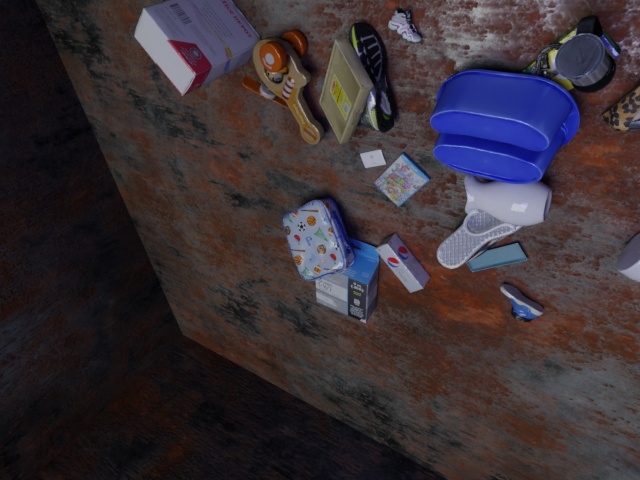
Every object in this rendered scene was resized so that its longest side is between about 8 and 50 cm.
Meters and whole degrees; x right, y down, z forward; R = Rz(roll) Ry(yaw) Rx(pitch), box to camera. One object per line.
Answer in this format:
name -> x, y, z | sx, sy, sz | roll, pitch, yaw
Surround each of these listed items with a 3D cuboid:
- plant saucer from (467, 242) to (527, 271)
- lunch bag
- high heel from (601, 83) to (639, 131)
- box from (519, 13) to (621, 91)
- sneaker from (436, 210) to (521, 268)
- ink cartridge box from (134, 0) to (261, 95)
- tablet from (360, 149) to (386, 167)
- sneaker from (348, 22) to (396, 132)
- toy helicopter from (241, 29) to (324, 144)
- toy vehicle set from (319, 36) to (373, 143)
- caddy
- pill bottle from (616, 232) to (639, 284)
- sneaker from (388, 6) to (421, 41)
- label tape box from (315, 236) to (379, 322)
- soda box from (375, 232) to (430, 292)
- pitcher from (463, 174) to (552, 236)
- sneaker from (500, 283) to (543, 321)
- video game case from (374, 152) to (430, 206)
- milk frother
plant saucer -> 0.555, 0.053, 1.368 | 0.192, 0.018, 0.067 | -22, 109, 47
lunch bag -> 0.000, 0.000, 1.637 | 0.243, 0.115, 0.304 | -22, 89, 32
high heel -> 0.643, -0.342, 0.866 | 0.186, 0.093, 0.261 | 34, 150, 63
box -> 0.548, -0.394, 0.959 | 0.105, 0.043, 0.179 | 47, 142, -3
sneaker -> 0.489, -0.042, 1.270 | 0.321, 0.127, 0.126 | -40, 77, 26
ink cartridge box -> -0.369, -0.621, 1.322 | 0.226, 0.306, 0.131 | 51, 141, -9
tablet -> 0.173, -0.269, 1.413 | 0.083, 0.006, 0.054 | -3, 122, 41
sneaker -> 0.121, -0.454, 1.219 | 0.121, 0.111, 0.300 | 14, 127, 45
toy helicopter -> -0.106, -0.466, 1.376 | 0.234, 0.140, 0.355 | -7, 122, 45
toy vehicle set -> 0.066, -0.419, 1.230 | 0.166, 0.035, 0.267 | 65, 163, 14
caddy -> 0.434, -0.287, 1.049 | 0.341, 0.179, 0.241 | 21, 159, 28
pill bottle -> 0.884, 0.096, 1.016 | 0.283, 0.160, 0.160 | 34, 140, 11
sneaker -> 0.224, -0.556, 1.090 | 0.098, 0.038, 0.069 | 35, 141, 10
label tape box -> 0.104, 0.150, 1.759 | 0.249, 0.115, 0.348 | 21, 137, 25
soda box -> 0.301, 0.083, 1.563 | 0.216, 0.074, 0.069 | 50, 140, -8
pitcher -> 0.487, -0.084, 1.138 | 0.207, 0.125, 0.178 | 14, 113, 35
sneaker -> 0.639, 0.212, 1.404 | 0.152, 0.058, 0.085 | 32, 131, 3
video game case -> 0.263, -0.194, 1.396 | 0.119, 0.015, 0.166 | 44, 140, 0
milk frother -> 0.506, -0.367, 0.878 | 0.143, 0.134, 0.129 | -13, 84, 42
